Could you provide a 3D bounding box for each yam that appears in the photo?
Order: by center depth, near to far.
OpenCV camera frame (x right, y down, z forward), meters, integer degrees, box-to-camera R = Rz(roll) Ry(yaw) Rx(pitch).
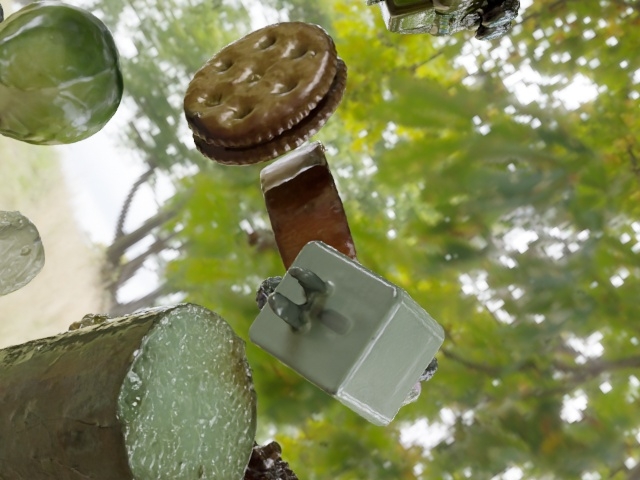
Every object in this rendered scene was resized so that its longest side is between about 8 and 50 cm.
[{"bbox_3d":[-0.177,0.142,0.832,0.268,0.161,0.161,-18,-72,40],"label":"yam"}]

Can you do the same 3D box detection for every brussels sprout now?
[{"bbox_3d":[-0.271,-0.163,1.090,0.155,0.155,0.117,65,-2,-28],"label":"brussels sprout"}]

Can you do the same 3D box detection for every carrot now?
[{"bbox_3d":[0.000,0.000,1.505,0.307,0.100,0.258,53,21,-78],"label":"carrot"}]

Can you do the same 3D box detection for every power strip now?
[{"bbox_3d":[0.022,0.095,1.209,0.140,0.139,0.224,32,-5,31],"label":"power strip"}]

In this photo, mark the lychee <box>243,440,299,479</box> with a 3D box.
[{"bbox_3d":[-0.156,0.374,1.483,0.276,0.304,0.275,40,14,-12],"label":"lychee"}]

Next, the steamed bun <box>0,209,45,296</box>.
[{"bbox_3d":[-0.436,0.019,1.442,0.091,0.130,0.112,25,-46,42],"label":"steamed bun"}]

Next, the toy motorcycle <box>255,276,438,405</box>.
[{"bbox_3d":[0.044,0.167,1.754,0.327,0.143,0.188,25,29,-11],"label":"toy motorcycle"}]

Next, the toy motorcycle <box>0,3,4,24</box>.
[{"bbox_3d":[-0.588,-0.235,1.795,0.223,0.340,0.108,33,-6,8],"label":"toy motorcycle"}]

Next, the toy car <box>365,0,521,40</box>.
[{"bbox_3d":[0.160,-0.376,1.571,0.248,0.198,0.204,86,-13,-86],"label":"toy car"}]

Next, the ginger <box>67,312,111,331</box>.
[{"bbox_3d":[-0.401,0.257,1.917,0.116,0.109,0.263,25,-61,51],"label":"ginger"}]

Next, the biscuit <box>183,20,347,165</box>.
[{"bbox_3d":[-0.071,-0.186,1.369,0.220,0.220,0.066,40,-14,49],"label":"biscuit"}]
